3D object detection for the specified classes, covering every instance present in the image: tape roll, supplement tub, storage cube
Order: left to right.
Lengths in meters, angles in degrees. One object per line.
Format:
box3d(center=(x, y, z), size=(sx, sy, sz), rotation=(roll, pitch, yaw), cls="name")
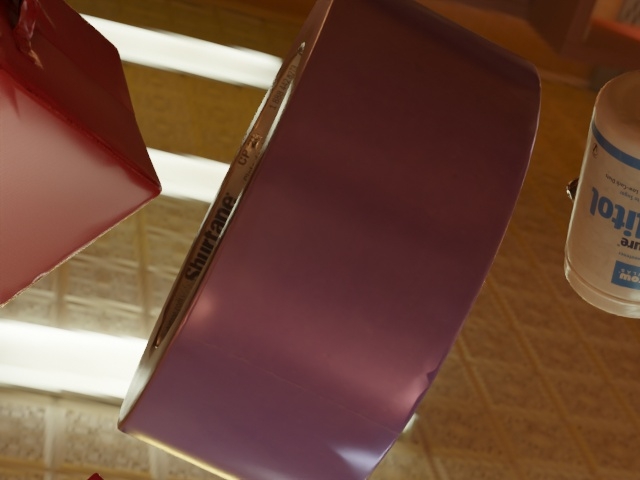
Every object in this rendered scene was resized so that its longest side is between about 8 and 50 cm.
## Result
box3d(center=(-0.264, -0.093, 0.965), size=(0.193, 0.215, 0.184), rotation=(42, -161, -49), cls="storage cube")
box3d(center=(0.000, 0.000, 0.468), size=(0.080, 0.189, 0.189), rotation=(27, -156, -8), cls="tape roll")
box3d(center=(0.161, -0.023, 0.613), size=(0.071, 0.107, 0.071), rotation=(1, -141, -1), cls="supplement tub")

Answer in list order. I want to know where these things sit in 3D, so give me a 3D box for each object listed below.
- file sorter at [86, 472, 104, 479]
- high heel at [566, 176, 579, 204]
box3d(center=(-0.276, 0.447, 1.364), size=(0.290, 0.202, 0.182), rotation=(-41, -121, -21), cls="file sorter")
box3d(center=(0.294, 0.020, 0.783), size=(0.261, 0.093, 0.186), rotation=(18, -168, -23), cls="high heel")
